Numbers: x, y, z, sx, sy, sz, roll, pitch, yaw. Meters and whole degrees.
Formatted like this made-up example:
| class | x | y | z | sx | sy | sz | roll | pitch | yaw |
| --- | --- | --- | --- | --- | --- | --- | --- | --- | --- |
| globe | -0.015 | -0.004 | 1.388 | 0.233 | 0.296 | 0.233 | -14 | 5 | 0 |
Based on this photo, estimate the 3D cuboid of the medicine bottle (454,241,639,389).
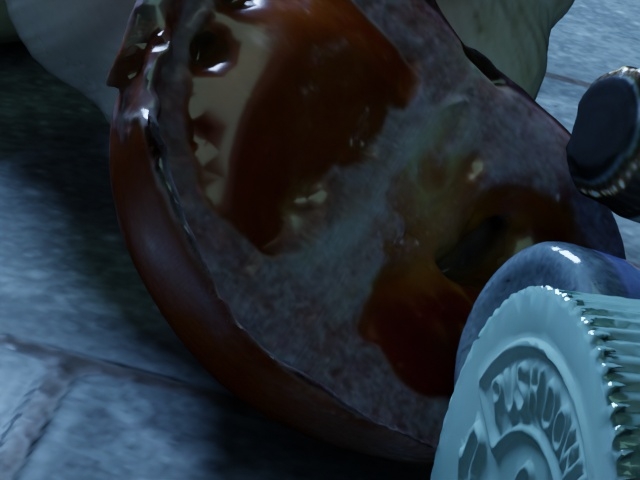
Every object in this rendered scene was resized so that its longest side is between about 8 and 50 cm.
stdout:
| class | x | y | z | sx | sy | sz | roll | pitch | yaw |
| --- | --- | --- | --- | --- | --- | --- | --- | --- | --- |
| medicine bottle | 0.149 | 0.064 | 0.648 | 0.203 | 0.083 | 0.083 | 19 | 19 | -29 |

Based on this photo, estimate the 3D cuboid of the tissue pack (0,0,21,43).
| class | x | y | z | sx | sy | sz | roll | pitch | yaw |
| --- | --- | --- | --- | --- | --- | --- | --- | --- | --- |
| tissue pack | -0.166 | -0.271 | 1.100 | 0.332 | 0.205 | 0.405 | 33 | 32 | 29 |

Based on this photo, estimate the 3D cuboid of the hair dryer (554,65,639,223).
| class | x | y | z | sx | sy | sz | roll | pitch | yaw |
| --- | --- | --- | --- | --- | --- | --- | --- | --- | --- |
| hair dryer | 0.241 | -0.005 | 0.761 | 0.362 | 0.128 | 0.203 | 16 | 21 | -25 |

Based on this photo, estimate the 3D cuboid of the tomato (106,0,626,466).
| class | x | y | z | sx | sy | sz | roll | pitch | yaw |
| --- | --- | --- | --- | --- | --- | --- | --- | --- | --- |
| tomato | 0.000 | 0.000 | 0.696 | 0.228 | 0.112 | 0.199 | 46 | 45 | -7 |

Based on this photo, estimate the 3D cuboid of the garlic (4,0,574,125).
| class | x | y | z | sx | sy | sz | roll | pitch | yaw |
| --- | --- | --- | --- | --- | --- | --- | --- | --- | --- |
| garlic | -0.002 | -0.100 | 0.870 | 0.281 | 0.184 | 0.203 | -27 | 12 | -29 |

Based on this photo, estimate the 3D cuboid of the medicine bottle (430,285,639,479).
| class | x | y | z | sx | sy | sz | roll | pitch | yaw |
| --- | --- | --- | --- | --- | --- | --- | --- | --- | --- |
| medicine bottle | 0.201 | 0.106 | 0.530 | 0.318 | 0.158 | 0.158 | 6 | 25 | -14 |
